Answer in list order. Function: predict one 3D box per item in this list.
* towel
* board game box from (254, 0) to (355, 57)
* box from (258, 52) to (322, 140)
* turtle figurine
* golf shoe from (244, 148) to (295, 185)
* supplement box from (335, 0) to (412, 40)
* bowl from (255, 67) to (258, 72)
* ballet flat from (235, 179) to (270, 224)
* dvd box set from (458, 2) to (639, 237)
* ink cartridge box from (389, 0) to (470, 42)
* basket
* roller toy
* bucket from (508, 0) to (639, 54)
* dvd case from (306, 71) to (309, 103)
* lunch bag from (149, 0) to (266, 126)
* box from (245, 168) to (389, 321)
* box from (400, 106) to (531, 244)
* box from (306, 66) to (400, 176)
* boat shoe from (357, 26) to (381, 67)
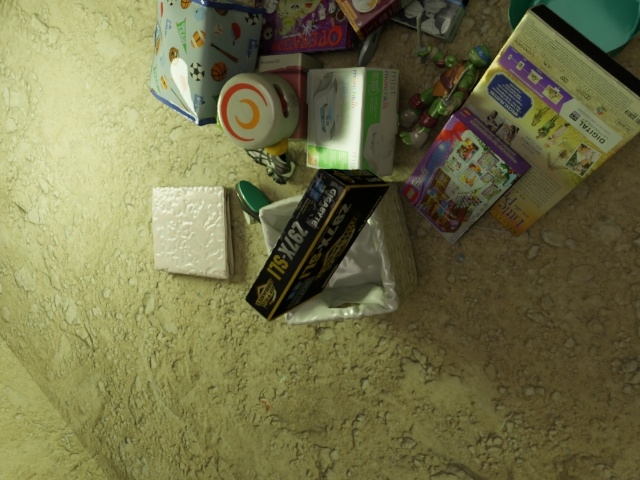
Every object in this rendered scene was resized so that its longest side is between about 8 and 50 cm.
[{"bbox_3d":[-0.449,-0.033,1.659,0.331,0.053,0.317,4,98,27],"label":"towel"},{"bbox_3d":[-0.052,-0.631,1.335,0.346,0.056,0.208,11,106,36],"label":"board game box"},{"bbox_3d":[-0.089,-0.405,1.373,0.148,0.126,0.233,6,101,28],"label":"box"},{"bbox_3d":[0.255,-0.368,1.135,0.198,0.274,0.266,49,130,14],"label":"turtle figurine"},{"bbox_3d":[-0.157,-0.263,1.468,0.198,0.077,0.094,43,103,8],"label":"golf shoe"},{"bbox_3d":[0.142,-0.596,1.157,0.188,0.081,0.104,-33,88,16],"label":"supplement box"},{"bbox_3d":[-0.201,-0.451,1.467,0.141,0.053,0.142,3,98,27],"label":"bowl"},{"bbox_3d":[-0.177,-0.069,1.492,0.280,0.095,0.096,43,126,16],"label":"ballet flat"},{"bbox_3d":[0.450,-0.230,1.032,0.308,0.062,0.420,47,148,14],"label":"dvd box set"},{"bbox_3d":[0.216,-0.643,1.217,0.332,0.065,0.166,30,111,22],"label":"ink cartridge box"},{"bbox_3d":[0.064,0.027,1.278,0.328,0.266,0.332,-13,90,29],"label":"basket"},{"bbox_3d":[-0.158,-0.343,1.263,0.209,0.146,0.191,34,119,11],"label":"roller toy"},{"bbox_3d":[0.546,-0.494,0.997,0.281,0.183,0.281,4,99,26],"label":"bucket"},{"bbox_3d":[0.018,-0.420,1.329,0.013,0.119,0.087,19,110,60],"label":"dvd case"},{"bbox_3d":[-0.358,-0.550,1.380,0.385,0.238,0.328,32,121,34],"label":"lunch bag"},{"bbox_3d":[0.000,0.000,1.013,0.079,0.257,0.322,38,110,18],"label":"box"},{"bbox_3d":[0.334,-0.144,1.150,0.201,0.057,0.293,48,147,13],"label":"box"},{"bbox_3d":[0.081,-0.309,1.242,0.231,0.126,0.262,25,118,50],"label":"box"},{"bbox_3d":[0.126,-0.536,1.272,0.040,0.049,0.142,43,137,23],"label":"boat shoe"}]
